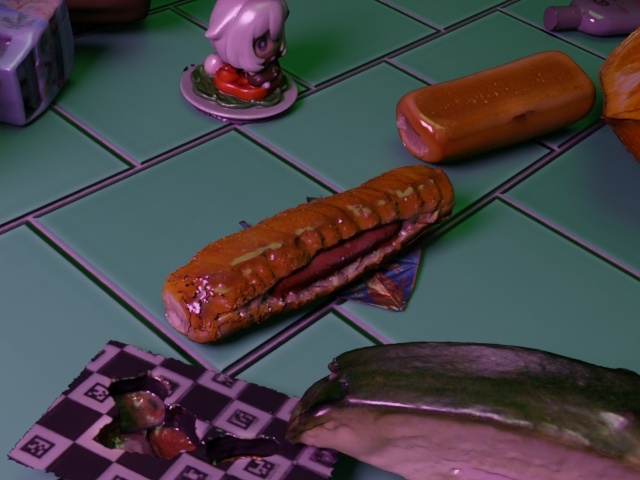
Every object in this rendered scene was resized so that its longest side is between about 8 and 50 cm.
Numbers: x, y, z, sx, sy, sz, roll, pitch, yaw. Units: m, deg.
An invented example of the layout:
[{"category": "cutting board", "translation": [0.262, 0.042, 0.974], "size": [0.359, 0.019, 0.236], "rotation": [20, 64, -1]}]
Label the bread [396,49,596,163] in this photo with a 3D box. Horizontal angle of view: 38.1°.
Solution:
[{"category": "bread", "translation": [0.183, -0.138, 0.984], "size": [0.239, 0.074, 0.093], "rotation": [-19, 62, -28]}]

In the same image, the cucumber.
[{"category": "cucumber", "translation": [0.145, 0.120, 0.616], "size": [0.325, 0.105, 0.145], "rotation": [14, 34, 3]}]

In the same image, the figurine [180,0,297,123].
[{"category": "figurine", "translation": [-0.083, -0.218, 0.967], "size": [0.132, 0.154, 0.132], "rotation": [5, 38, -4]}]

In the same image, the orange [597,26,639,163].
[{"category": "orange", "translation": [0.408, -0.172, 0.930], "size": [0.274, 0.274, 0.310], "rotation": [27, 6, 22]}]

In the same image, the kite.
[{"category": "kite", "translation": [0.029, 0.011, 0.823], "size": [0.182, 0.010, 0.160], "rotation": [-18, 49, -25]}]

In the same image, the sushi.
[{"category": "sushi", "translation": [-0.085, 0.142, 0.620], "size": [0.200, 0.031, 0.139], "rotation": [16, 31, 12]}]

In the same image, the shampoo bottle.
[{"category": "shampoo bottle", "translation": [0.379, -0.305, 1.253], "size": [0.165, 0.040, 0.080], "rotation": [-7, 43, -21]}]

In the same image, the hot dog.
[{"category": "hot dog", "translation": [-0.001, -0.001, 0.775], "size": [0.288, 0.068, 0.083], "rotation": [-27, 47, -30]}]

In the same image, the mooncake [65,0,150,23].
[{"category": "mooncake", "translation": [-0.282, -0.386, 1.035], "size": [0.161, 0.290, 0.290], "rotation": [-6, 41, -13]}]

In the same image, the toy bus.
[{"category": "toy bus", "translation": [-0.427, -0.209, 0.937], "size": [0.329, 0.109, 0.136], "rotation": [11, 50, 4]}]
